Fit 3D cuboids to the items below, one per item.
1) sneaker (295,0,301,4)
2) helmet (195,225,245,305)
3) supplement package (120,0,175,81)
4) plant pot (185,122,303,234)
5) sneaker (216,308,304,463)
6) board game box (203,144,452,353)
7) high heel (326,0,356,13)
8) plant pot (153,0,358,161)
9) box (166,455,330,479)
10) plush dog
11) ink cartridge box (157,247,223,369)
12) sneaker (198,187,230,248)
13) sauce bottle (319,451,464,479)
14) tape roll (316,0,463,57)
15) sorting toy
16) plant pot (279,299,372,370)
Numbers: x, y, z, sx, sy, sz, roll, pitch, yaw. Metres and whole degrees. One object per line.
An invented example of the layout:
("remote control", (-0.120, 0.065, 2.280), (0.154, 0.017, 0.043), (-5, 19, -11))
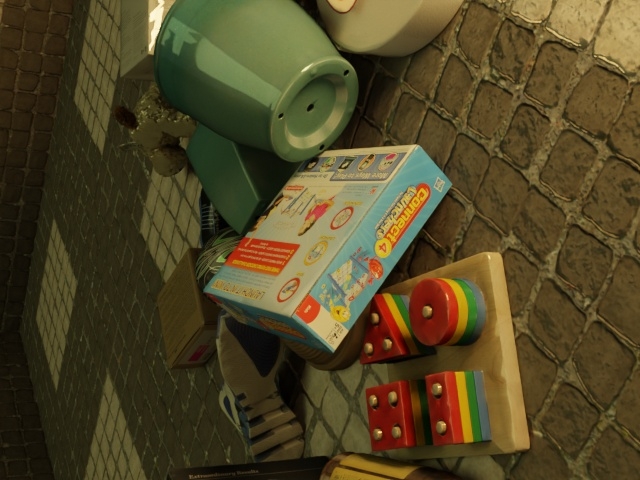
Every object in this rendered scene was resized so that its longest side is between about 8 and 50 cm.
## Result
("sneaker", (-0.115, -0.393, 1.570), (0.126, 0.127, 0.321), (22, 114, 11))
("helmet", (-0.155, 0.050, 1.600), (0.169, 0.162, 0.169), (-9, 80, 60))
("supplement package", (-0.291, -0.474, 1.726), (0.199, 0.198, 0.262), (-7, 82, 60))
("plant pot", (-0.123, -0.132, 1.573), (0.165, 0.166, 0.234), (-55, 48, 43))
("sneaker", (-0.139, 0.259, 1.549), (0.182, 0.128, 0.315), (11, 115, 63))
("board game box", (0.000, 0.000, 1.251), (0.302, 0.086, 0.308), (-53, 26, -15))
("high heel", (0.019, -0.467, 1.317), (0.117, 0.082, 0.244), (39, -143, -88))
("plant pot", (-0.085, -0.266, 1.351), (0.255, 0.272, 0.271), (39, 123, 32))
("box", (-0.046, 0.519, 1.240), (0.395, 0.294, 0.211), (36, 118, 56))
("plush dog", (-0.372, -0.318, 2.016), (0.262, 0.211, 0.225), (-51, 19, 43))
("ink cartridge box", (-0.282, 0.156, 1.887), (0.234, 0.088, 0.193), (-49, 49, 46))
("sneaker", (-0.216, -0.046, 1.795), (0.090, 0.082, 0.232), (116, 145, -46))
("sauce bottle", (0.130, 0.359, 1.127), (0.344, 0.111, 0.111), (-7, 81, 57))
("tape roll", (0.112, -0.474, 1.273), (0.392, 0.072, 0.391), (-6, 84, 60))
("sorting toy", (0.146, 0.166, 1.141), (0.257, 0.089, 0.255), (-28, 64, 57))
("plant pot", (-0.019, 0.102, 1.414), (0.237, 0.110, 0.237), (-12, 76, 60))
